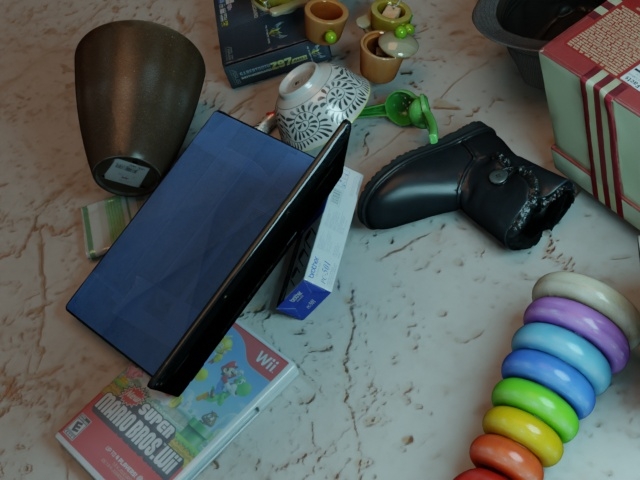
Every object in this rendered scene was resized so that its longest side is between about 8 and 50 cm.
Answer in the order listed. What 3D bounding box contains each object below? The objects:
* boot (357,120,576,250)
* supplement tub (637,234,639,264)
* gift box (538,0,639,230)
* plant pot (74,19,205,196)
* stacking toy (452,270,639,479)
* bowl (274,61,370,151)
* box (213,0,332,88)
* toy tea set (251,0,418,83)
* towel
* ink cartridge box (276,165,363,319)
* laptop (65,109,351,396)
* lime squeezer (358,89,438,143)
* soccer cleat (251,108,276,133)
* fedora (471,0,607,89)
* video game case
[{"bbox_3d":[0.199,-0.053,1.482,0.246,0.094,0.207,-30,43,-14],"label":"boot"},{"bbox_3d":[0.515,0.071,1.169,0.316,0.228,0.228,-6,50,15],"label":"supplement tub"},{"bbox_3d":[0.463,-0.164,1.366,0.276,0.258,0.255,-31,48,-7],"label":"gift box"},{"bbox_3d":[-0.298,-0.193,1.724,0.215,0.215,0.230,-9,55,14],"label":"plant pot"},{"bbox_3d":[0.241,0.200,1.236,0.141,0.141,0.330,20,64,33],"label":"stacking toy"},{"bbox_3d":[-0.014,-0.224,1.682,0.170,0.080,0.170,-28,34,21],"label":"bowl"},{"bbox_3d":[-0.088,-0.382,1.892,0.183,0.059,0.233,-15,49,6],"label":"box"},{"bbox_3d":[0.048,-0.401,1.766,0.336,0.124,0.200,39,53,24],"label":"toy tea set"},{"bbox_3d":[-0.302,-0.033,1.710,0.152,0.023,0.113,-19,49,2],"label":"towel"},{"bbox_3d":[0.000,0.000,1.512,0.046,0.097,0.207,26,53,-13],"label":"ink cartridge box"},{"bbox_3d":[-0.169,-0.016,1.422,0.236,0.408,0.382,35,81,4],"label":"laptop"},{"bbox_3d":[0.121,-0.193,1.620,0.110,0.059,0.310,-7,16,-29],"label":"lime squeezer"},{"bbox_3d":[-0.092,-0.181,1.749,0.083,0.029,0.036,-29,56,0],"label":"soccer cleat"},{"bbox_3d":[0.362,-0.318,1.625,0.243,0.124,0.275,15,52,28],"label":"fedora"},{"bbox_3d":[-0.194,0.220,1.450,0.285,0.025,0.204,-43,50,-17],"label":"video game case"}]
